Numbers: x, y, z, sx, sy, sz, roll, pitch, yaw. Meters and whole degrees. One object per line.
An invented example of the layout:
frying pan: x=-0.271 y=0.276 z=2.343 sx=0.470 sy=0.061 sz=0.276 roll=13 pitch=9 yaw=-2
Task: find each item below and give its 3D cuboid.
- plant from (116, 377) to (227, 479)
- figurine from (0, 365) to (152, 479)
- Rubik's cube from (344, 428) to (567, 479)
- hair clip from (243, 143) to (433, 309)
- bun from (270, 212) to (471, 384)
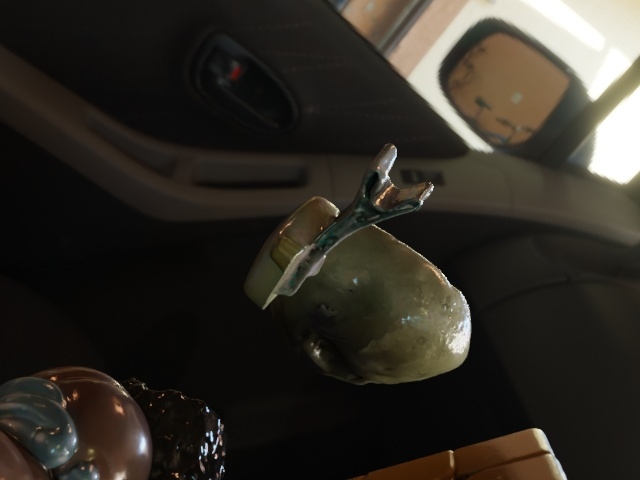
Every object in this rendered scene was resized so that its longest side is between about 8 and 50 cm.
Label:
plant: x=-0.183 y=0.262 z=0.841 sx=0.149 sy=0.274 sz=0.146 roll=9 pitch=-26 yaw=21
figurine: x=-0.315 y=0.241 z=0.665 sx=0.248 sy=0.388 sz=0.276 roll=51 pitch=23 yaw=-59
Rubik's cube: x=0.122 y=0.374 z=0.887 sx=0.292 sy=0.291 sz=0.290 roll=-40 pitch=113 yaw=-82
hair clip: x=-0.002 y=0.000 z=0.887 sx=0.071 sy=0.218 sz=0.159 roll=49 pitch=37 yaw=-1
bun: x=0.050 y=0.088 z=1.191 sx=0.273 sy=0.168 sz=0.273 roll=30 pitch=-21 yaw=13
